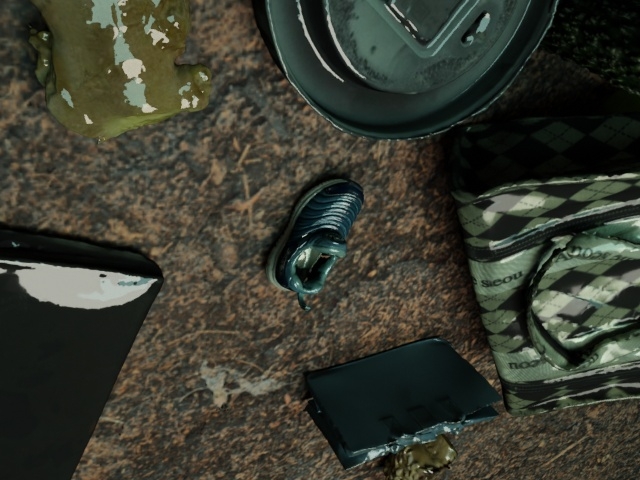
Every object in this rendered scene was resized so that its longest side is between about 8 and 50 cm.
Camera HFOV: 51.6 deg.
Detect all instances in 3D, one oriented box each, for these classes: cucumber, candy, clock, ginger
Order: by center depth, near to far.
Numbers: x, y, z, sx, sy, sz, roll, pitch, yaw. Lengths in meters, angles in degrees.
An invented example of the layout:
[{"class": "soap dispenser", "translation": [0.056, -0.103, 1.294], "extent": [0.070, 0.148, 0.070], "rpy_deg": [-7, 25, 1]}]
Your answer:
[{"class": "ginger", "translation": [-0.166, -0.173, 0.489], "extent": [0.137, 0.074, 0.213], "rpy_deg": [-29, 124, -9]}, {"class": "cucumber", "translation": [0.325, -0.157, 0.584], "extent": [0.096, 0.359, 0.096], "rpy_deg": [-12, 125, -18]}, {"class": "clock", "translation": [0.085, -0.242, 0.587], "extent": [0.313, 0.061, 0.312], "rpy_deg": [-15, 126, -21]}, {"class": "candy", "translation": [0.147, 0.333, 0.995], "extent": [0.095, 0.085, 0.110], "rpy_deg": [-6, 133, -34]}]

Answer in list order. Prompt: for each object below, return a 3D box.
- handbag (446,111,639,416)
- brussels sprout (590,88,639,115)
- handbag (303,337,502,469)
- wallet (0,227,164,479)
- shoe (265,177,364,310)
[{"class": "handbag", "translation": [0.340, 0.039, 0.774], "extent": [0.317, 0.180, 0.416], "rpy_deg": [-8, 133, 20]}, {"class": "brussels sprout", "translation": [0.402, -0.117, 0.792], "extent": [0.180, 0.161, 0.144], "rpy_deg": [-54, 169, 11]}, {"class": "handbag", "translation": [0.101, 0.202, 0.839], "extent": [0.221, 0.144, 0.057], "rpy_deg": [-9, 119, -22]}, {"class": "wallet", "translation": [-0.307, 0.163, 0.646], "extent": [0.197, 0.051, 0.377], "rpy_deg": [12, 115, -38]}, {"class": "shoe", "translation": [0.000, 0.000, 0.696], "extent": [0.064, 0.071, 0.143], "rpy_deg": [27, 100, -40]}]
